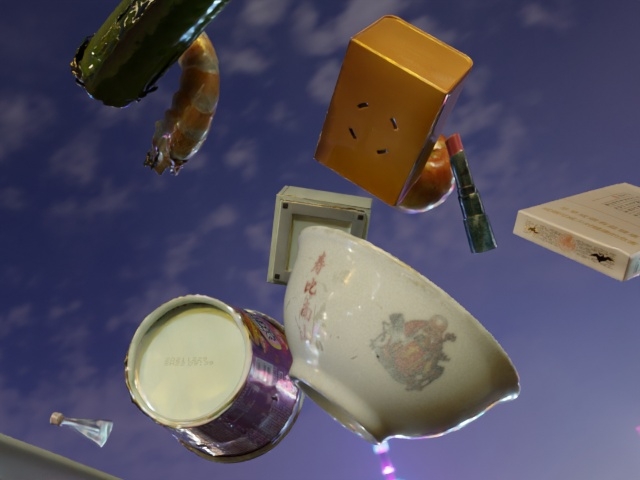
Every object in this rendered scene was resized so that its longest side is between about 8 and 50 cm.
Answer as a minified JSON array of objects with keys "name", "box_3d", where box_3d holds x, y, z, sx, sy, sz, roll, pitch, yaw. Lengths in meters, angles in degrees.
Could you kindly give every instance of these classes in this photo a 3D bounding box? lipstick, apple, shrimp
[{"name":"lipstick","box_3d":[0.285,-0.092,1.326,0.053,0.053,0.234,-18,-80,1]},{"name":"apple","box_3d":[0.205,-0.151,1.514,0.196,0.196,0.196,-11,-39,-9]},{"name":"shrimp","box_3d":[-0.236,-0.267,1.151,0.185,0.287,0.068,-17,-10,41]}]

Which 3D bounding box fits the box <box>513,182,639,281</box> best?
[{"name":"box","box_3d":[0.528,-0.027,1.199,0.365,0.205,0.051,-14,-60,-38]}]

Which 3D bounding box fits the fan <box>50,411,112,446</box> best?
[{"name":"fan","box_3d":[-0.453,0.360,1.309,0.023,0.057,0.282,21,-17,10]}]

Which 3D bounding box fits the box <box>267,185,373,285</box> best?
[{"name":"box","box_3d":[0.000,0.000,1.673,0.225,0.117,0.224,9,-74,5]}]

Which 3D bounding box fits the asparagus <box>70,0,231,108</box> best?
[{"name":"asparagus","box_3d":[-0.221,-0.343,1.014,0.382,0.108,0.128,-35,-81,30]}]

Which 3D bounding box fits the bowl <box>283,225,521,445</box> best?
[{"name":"bowl","box_3d":[0.078,0.193,1.092,0.196,0.435,0.435,-51,-36,-16]}]

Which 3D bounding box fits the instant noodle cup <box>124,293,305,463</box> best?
[{"name":"instant noodle cup","box_3d":[-0.222,0.264,1.369,0.340,0.339,0.266,-22,-24,5]}]

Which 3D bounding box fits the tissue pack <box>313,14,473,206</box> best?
[{"name":"tissue pack","box_3d":[0.130,-0.231,1.249,0.145,0.194,0.274,-45,-16,-39]}]

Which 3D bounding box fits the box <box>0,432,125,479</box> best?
[{"name":"box","box_3d":[-0.198,0.332,0.428,0.090,0.367,0.373,-3,-29,17]}]
